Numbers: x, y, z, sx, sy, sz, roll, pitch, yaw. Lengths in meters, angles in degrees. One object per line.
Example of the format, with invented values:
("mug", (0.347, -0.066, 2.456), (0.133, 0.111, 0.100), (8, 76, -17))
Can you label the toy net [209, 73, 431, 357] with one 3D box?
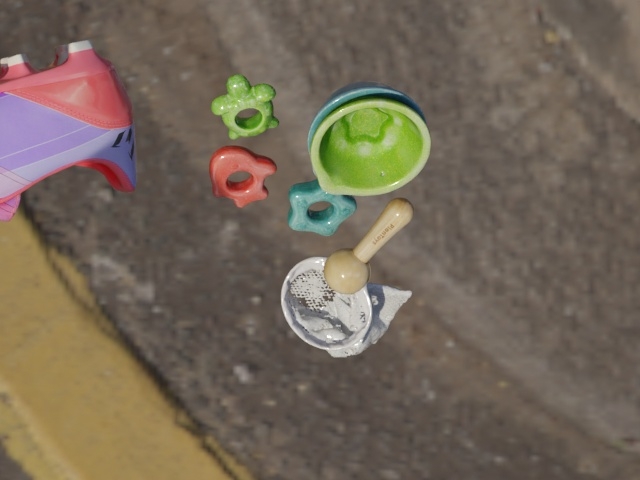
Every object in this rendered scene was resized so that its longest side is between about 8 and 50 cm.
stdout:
("toy net", (0.000, 0.000, 1.121), (0.122, 0.045, 0.232), (-7, 133, -5))

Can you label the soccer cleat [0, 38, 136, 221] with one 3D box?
("soccer cleat", (-0.223, -0.042, 1.063), (0.248, 0.083, 0.095), (-17, 96, -15))
